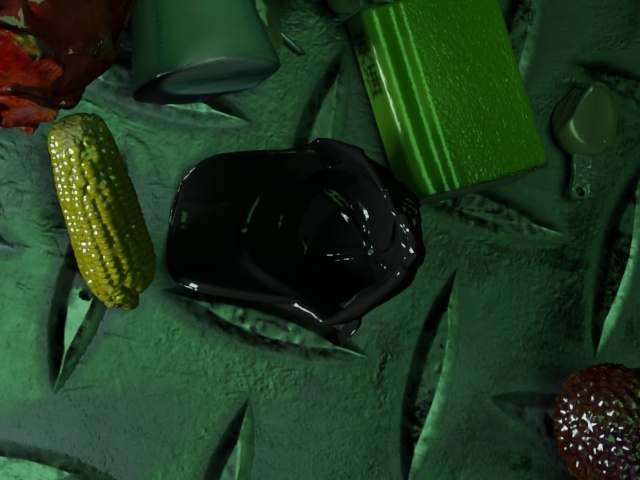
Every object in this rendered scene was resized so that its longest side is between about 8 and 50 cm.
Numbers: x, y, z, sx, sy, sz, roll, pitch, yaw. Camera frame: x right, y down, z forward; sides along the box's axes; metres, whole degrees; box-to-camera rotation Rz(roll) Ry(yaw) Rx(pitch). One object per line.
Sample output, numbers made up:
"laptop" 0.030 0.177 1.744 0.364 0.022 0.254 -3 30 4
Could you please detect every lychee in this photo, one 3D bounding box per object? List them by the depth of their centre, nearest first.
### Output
"lychee" 0.405 0.258 1.745 0.188 0.188 0.188 1 87 -22

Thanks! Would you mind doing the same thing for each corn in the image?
"corn" -0.255 -0.029 1.497 0.097 0.097 0.261 -26 124 -21

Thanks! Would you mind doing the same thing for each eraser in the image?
"eraser" 0.171 -0.195 1.719 0.210 0.092 0.274 -16 92 -22

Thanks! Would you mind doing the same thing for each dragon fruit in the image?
"dragon fruit" -0.350 -0.267 1.413 0.277 0.277 0.342 29 77 -19

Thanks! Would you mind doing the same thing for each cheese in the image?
"cheese" 0.372 -0.146 1.821 0.092 0.047 0.171 28 78 -18

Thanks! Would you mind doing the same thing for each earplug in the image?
"earplug" -0.175 -0.344 1.555 0.185 0.185 0.323 -11 84 -23

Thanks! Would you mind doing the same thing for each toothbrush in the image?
"toothbrush" -0.093 -0.304 1.655 0.193 0.013 0.019 38 81 -16

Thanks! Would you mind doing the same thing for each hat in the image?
"hat" -0.015 0.006 1.613 0.336 0.209 0.238 2 74 17

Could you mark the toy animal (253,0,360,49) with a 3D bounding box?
"toy animal" 0.017 -0.432 1.618 0.308 0.188 0.266 -23 82 -18
